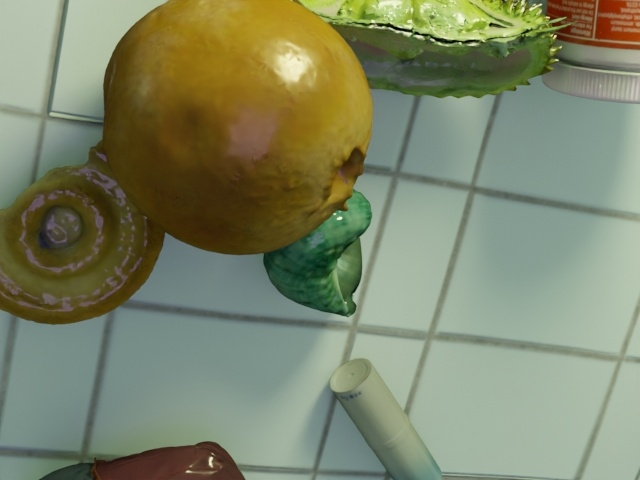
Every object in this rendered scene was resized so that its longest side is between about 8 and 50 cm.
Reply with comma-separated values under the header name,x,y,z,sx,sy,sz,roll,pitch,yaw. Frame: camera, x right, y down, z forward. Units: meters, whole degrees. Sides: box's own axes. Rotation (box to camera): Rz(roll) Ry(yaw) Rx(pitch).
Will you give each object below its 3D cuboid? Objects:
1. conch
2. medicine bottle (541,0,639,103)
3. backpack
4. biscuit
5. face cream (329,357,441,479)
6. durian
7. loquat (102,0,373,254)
name,x,y,z,sx,sy,sz,roll,pitch,yaw
conch,-0.002,-0.003,1.317,0.134,0.196,0.202,15,92,12
medicine bottle,0.431,-0.324,1.261,0.253,0.252,0.240,-5,112,-15
backpack,-0.243,0.431,1.365,0.317,0.197,0.283,-19,112,-11
biscuit,-0.321,0.003,1.241,0.274,0.091,0.213,-40,114,-2
face cream,0.106,0.300,1.490,0.077,0.077,0.250,-33,115,-3
durian,0.133,-0.257,1.231,0.352,0.169,0.158,6,109,-3
loquat,-0.100,-0.143,1.130,0.329,0.328,0.328,-6,111,-15
